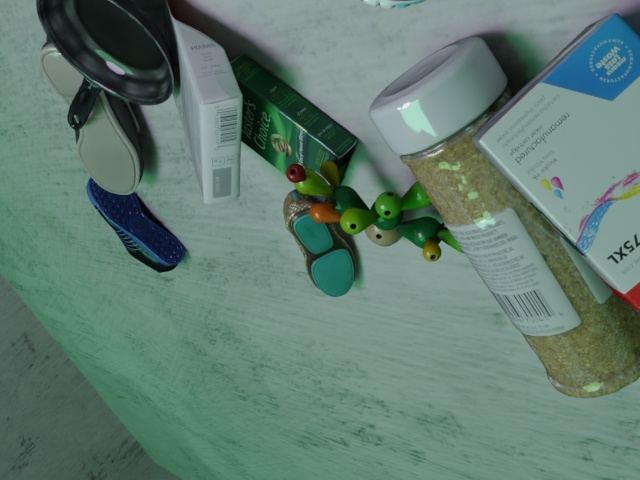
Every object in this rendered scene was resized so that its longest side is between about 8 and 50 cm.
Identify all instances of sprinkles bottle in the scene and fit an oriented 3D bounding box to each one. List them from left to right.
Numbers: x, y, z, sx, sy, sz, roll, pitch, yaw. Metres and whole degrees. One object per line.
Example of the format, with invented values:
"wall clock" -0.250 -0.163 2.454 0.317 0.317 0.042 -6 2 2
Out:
"sprinkles bottle" 0.189 -0.014 0.715 0.355 0.121 0.121 54 150 -16

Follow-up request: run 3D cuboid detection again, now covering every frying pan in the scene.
"frying pan" -0.272 -0.222 1.005 0.197 0.053 0.326 26 154 7

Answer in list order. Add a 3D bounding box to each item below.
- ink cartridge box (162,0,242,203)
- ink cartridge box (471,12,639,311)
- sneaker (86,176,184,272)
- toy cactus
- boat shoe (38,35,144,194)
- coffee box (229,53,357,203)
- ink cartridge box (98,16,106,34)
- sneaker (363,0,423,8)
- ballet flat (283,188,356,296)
"ink cartridge box" -0.151 -0.187 0.946 0.181 0.056 0.225 100 156 -54
"ink cartridge box" 0.245 -0.041 0.579 0.231 0.134 0.078 45 -170 -2
"sneaker" -0.366 -0.026 1.441 0.232 0.081 0.090 48 144 -8
"toy cactus" 0.073 -0.036 0.862 0.219 0.112 0.180 10 170 6
"boat shoe" -0.343 -0.206 1.192 0.112 0.095 0.335 8 145 9
"coffee box" -0.046 -0.136 0.935 0.184 0.040 0.113 39 151 9
"ink cartridge box" -0.347 -0.458 0.875 0.324 0.071 0.330 41 154 4
"sneaker" 0.031 -0.265 0.655 0.166 0.065 0.076 34 145 15
"ballet flat" 0.000 0.000 1.034 0.206 0.073 0.067 69 179 -51
